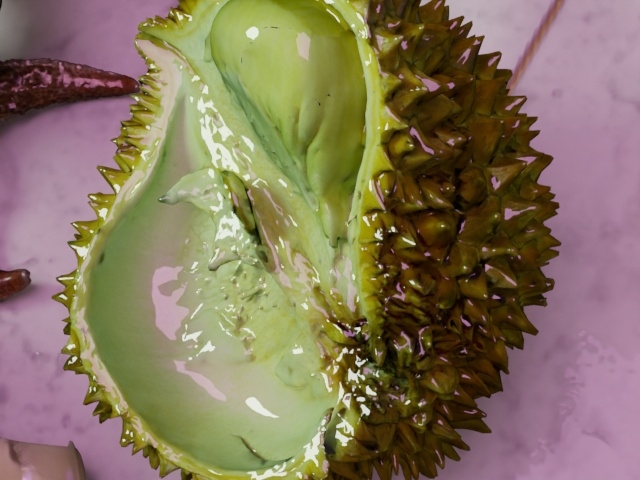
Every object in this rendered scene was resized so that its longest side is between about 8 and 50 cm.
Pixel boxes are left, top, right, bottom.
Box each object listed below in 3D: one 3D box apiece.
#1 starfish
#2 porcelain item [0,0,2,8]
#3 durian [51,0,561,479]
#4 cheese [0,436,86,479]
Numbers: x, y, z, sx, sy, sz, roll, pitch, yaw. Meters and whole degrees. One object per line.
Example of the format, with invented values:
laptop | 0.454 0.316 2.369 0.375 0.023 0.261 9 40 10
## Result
starfish | -0.215 -0.057 0.796 0.238 0.057 0.213 -25 73 3
porcelain item | -0.249 -0.202 0.712 0.138 0.186 0.288 0 103 41
durian | 0.001 -0.004 0.652 0.200 0.176 0.237 8 89 44
cheese | -0.191 0.206 0.689 0.127 0.054 0.252 8 71 19
